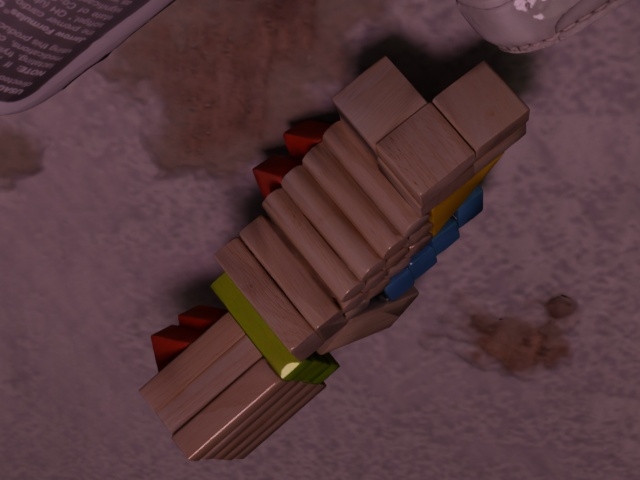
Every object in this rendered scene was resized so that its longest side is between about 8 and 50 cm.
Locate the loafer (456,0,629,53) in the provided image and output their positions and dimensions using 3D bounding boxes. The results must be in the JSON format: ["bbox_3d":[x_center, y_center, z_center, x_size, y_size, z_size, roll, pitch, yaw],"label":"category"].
[{"bbox_3d":[0.203,-0.168,0.707,0.319,0.112,0.111,-33,116,-11],"label":"loafer"}]

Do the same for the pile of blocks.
[{"bbox_3d":[0.000,0.000,1.024,0.113,0.149,0.362,51,122,17],"label":"pile of blocks"}]

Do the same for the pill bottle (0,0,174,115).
[{"bbox_3d":[-0.154,-0.173,0.796,0.318,0.176,0.176,-32,124,32],"label":"pill bottle"}]
